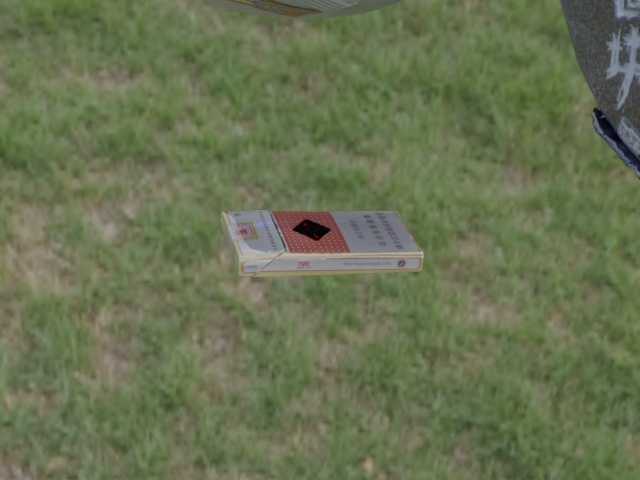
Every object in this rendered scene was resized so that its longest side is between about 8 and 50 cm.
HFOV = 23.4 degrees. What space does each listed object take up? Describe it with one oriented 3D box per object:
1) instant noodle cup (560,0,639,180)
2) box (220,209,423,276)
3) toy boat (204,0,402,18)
[{"bbox_3d":[0.226,-0.122,0.558,0.207,0.217,0.217,-7,46,-27],"label":"instant noodle cup"},{"bbox_3d":[0.000,0.000,0.690,0.083,0.012,0.046,0,28,-15],"label":"box"},{"bbox_3d":[-0.004,-0.170,0.854,0.129,0.295,0.088,30,73,-22],"label":"toy boat"}]
